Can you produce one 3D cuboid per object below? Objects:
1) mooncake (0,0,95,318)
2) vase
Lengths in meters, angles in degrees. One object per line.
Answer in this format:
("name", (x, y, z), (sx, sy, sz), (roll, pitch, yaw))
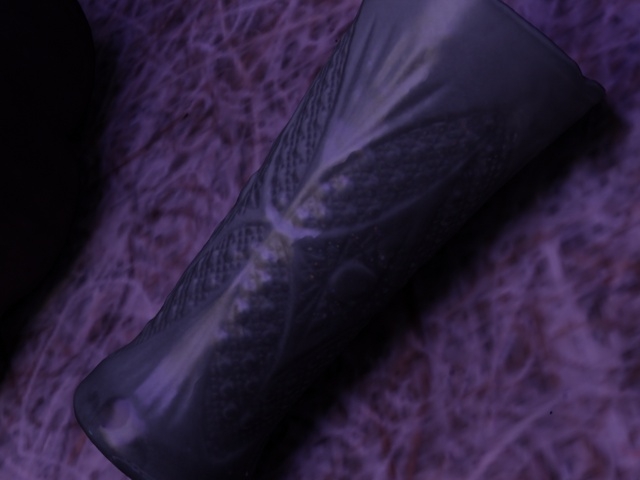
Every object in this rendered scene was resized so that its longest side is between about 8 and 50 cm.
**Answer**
("mooncake", (-0.243, -0.042, 0.821), (0.306, 0.154, 0.306), (-22, 51, 29))
("vase", (0.000, 0.000, 0.627), (0.219, 0.096, 0.096), (-51, 42, 8))
